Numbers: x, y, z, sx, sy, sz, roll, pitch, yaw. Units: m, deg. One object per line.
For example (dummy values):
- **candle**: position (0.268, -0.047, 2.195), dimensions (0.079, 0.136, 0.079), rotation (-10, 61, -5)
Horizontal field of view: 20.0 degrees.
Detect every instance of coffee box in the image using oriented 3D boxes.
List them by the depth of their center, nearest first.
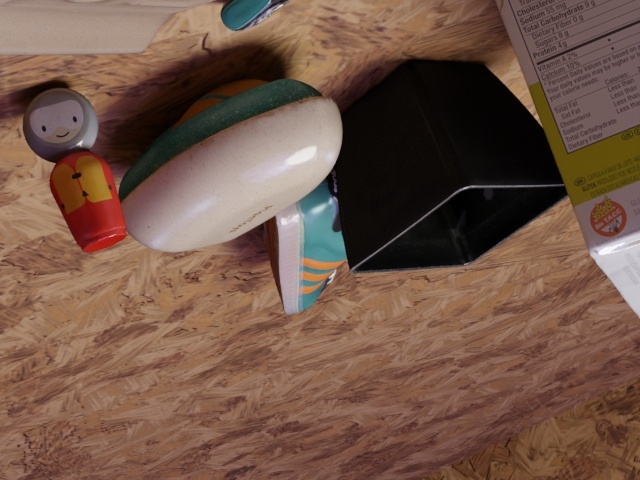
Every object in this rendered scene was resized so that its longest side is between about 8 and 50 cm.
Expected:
- **coffee box**: position (0.370, -0.163, 1.668), dimensions (0.338, 0.334, 0.337), rotation (-22, 163, 11)

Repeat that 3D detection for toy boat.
- **toy boat**: position (-0.132, -0.082, 1.702), dimensions (0.318, 0.148, 0.267), rotation (-11, 166, -48)

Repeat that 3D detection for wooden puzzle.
- **wooden puzzle**: position (-0.056, -0.232, 1.301), dimensions (0.347, 0.080, 0.322), rotation (-21, 179, 19)

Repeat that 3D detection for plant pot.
- **plant pot**: position (0.124, -0.084, 1.891), dimensions (0.188, 0.167, 0.187), rotation (-2, 154, -43)

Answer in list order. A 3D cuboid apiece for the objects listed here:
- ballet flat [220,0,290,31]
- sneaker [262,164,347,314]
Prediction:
- **ballet flat**: position (-0.037, -0.220, 1.556), dimensions (0.114, 0.041, 0.041), rotation (-30, 159, 27)
- **sneaker**: position (0.000, 0.000, 2.084), dimensions (0.121, 0.108, 0.302), rotation (-14, 159, -6)
